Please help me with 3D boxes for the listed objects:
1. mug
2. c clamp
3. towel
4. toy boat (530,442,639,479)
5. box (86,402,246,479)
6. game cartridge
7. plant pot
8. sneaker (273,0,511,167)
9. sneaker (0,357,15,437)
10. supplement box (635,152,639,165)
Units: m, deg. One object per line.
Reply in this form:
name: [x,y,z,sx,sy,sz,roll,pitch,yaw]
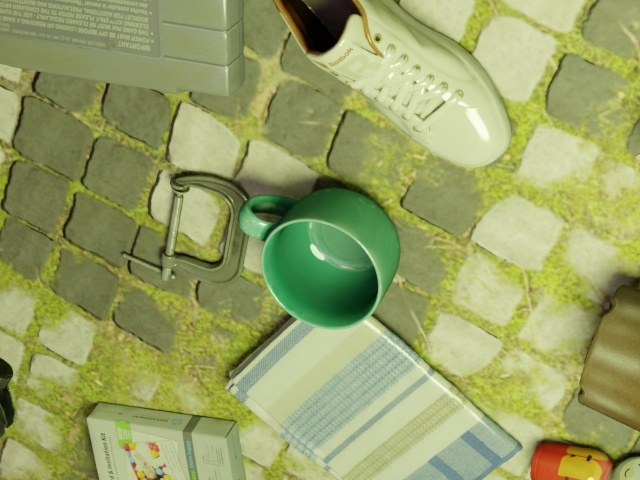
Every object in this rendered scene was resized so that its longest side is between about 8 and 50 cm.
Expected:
mug: [0.009,0.001,1.505,0.129,0.097,0.157,-21,109,32]
c clamp: [-0.142,-0.011,1.609,0.137,0.022,0.160,25,126,7]
towel: [0.055,0.190,1.643,0.285,0.034,0.209,40,124,-7]
toy boat: [0.272,0.374,1.559,0.148,0.267,0.318,12,92,24]
box: [-0.183,0.274,1.790,0.186,0.038,0.145,6,121,21]
game cartridge: [-0.245,-0.272,1.472,0.355,0.068,0.230,11,127,16]
plant pot: [0.343,0.127,1.410,0.165,0.167,0.167,20,125,19]
sneaker: [0.054,-0.159,1.375,0.290,0.123,0.106,43,124,-7]
sneaker: [-0.444,0.167,1.826,0.170,0.051,0.089,33,122,-3]
supplement box: [0.389,-0.012,1.321,0.078,0.080,0.233,-40,87,35]
